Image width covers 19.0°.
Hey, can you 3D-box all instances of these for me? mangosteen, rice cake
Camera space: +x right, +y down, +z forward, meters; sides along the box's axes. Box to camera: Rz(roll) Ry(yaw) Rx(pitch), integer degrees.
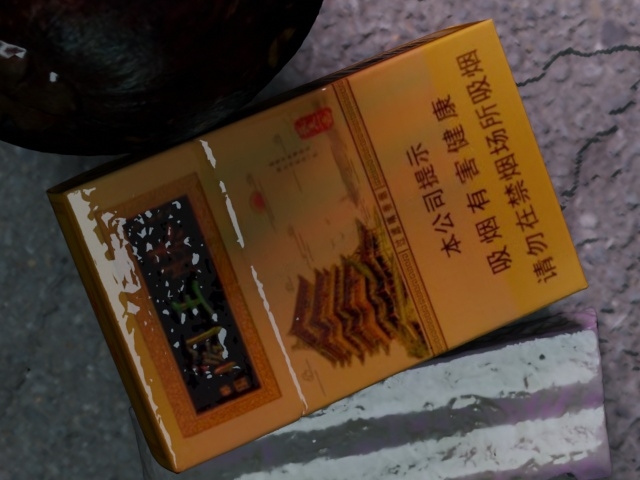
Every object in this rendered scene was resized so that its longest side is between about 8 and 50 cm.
[{"bbox_3d":[-0.126,-0.187,1.040,0.288,0.288,0.288,0,98,-1],"label":"mangosteen"},{"bbox_3d":[0.036,0.124,1.184,0.297,0.050,0.106,-11,99,1],"label":"rice cake"}]

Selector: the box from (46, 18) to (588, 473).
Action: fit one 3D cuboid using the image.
[{"bbox_3d":[0.000,0.000,1.116,0.274,0.076,0.174,-23,98,-14],"label":"box"}]
